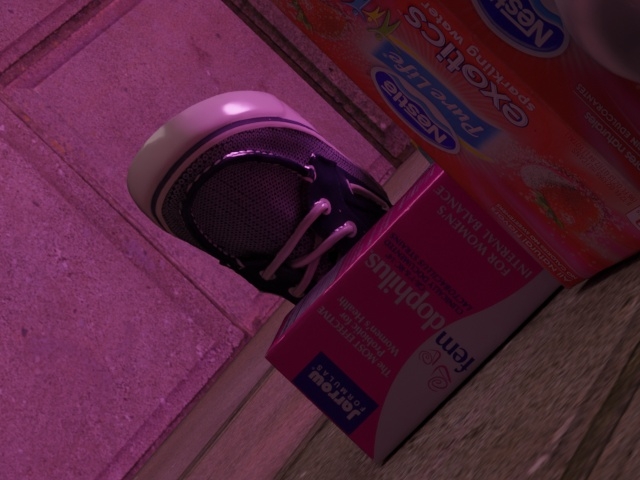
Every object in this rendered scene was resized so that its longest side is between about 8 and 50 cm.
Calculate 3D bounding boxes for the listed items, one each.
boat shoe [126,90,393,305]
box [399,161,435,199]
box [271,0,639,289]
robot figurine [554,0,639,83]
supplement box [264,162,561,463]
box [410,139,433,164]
[{"bbox_3d":[0.000,0.000,1.439,0.127,0.158,0.340,-48,-24,13],"label":"boat shoe"},{"bbox_3d":[0.208,-0.114,1.658,0.395,0.097,0.318,-44,5,44],"label":"box"},{"bbox_3d":[0.112,-0.133,1.170,0.142,0.300,0.154,-47,3,-23],"label":"box"},{"bbox_3d":[0.187,-0.220,0.998,0.200,0.353,0.300,-24,-36,11],"label":"robot figurine"},{"bbox_3d":[0.079,0.028,1.330,0.220,0.111,0.114,-46,3,14],"label":"supplement box"},{"bbox_3d":[0.173,-0.114,2.107,0.043,0.105,0.179,-33,12,51],"label":"box"}]
